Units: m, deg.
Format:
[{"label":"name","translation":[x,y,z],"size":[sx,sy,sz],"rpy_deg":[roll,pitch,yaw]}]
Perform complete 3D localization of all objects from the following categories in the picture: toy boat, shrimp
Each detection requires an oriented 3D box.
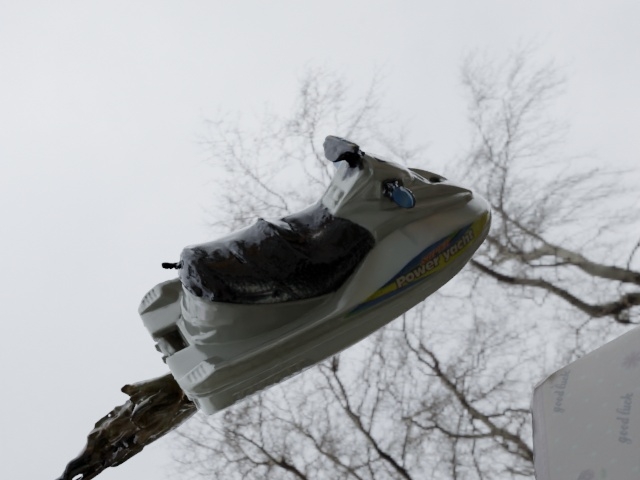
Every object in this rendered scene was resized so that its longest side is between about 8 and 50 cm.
[{"label":"toy boat","translation":[-0.003,0.008,0.562],"size":[0.269,0.141,0.140],"rpy_deg":[-37,-67,-10]},{"label":"shrimp","translation":[-0.166,0.163,0.760],"size":[0.262,0.117,0.066],"rpy_deg":[-34,-97,-26]}]

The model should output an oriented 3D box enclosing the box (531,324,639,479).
[{"label":"box","translation":[0.243,0.092,0.231],"size":[0.190,0.297,0.225],"rpy_deg":[45,-153,-12]}]
